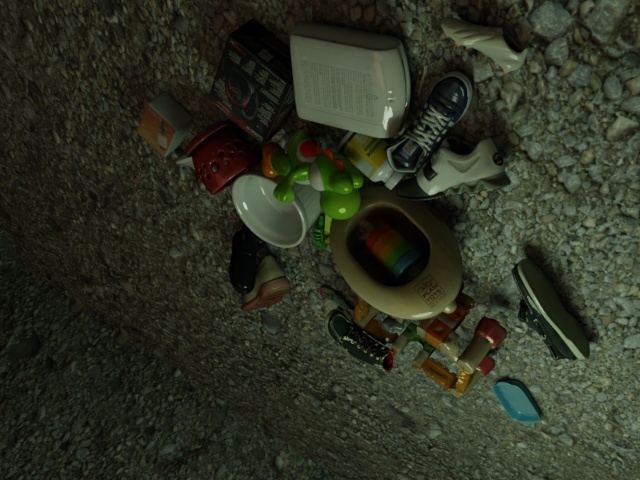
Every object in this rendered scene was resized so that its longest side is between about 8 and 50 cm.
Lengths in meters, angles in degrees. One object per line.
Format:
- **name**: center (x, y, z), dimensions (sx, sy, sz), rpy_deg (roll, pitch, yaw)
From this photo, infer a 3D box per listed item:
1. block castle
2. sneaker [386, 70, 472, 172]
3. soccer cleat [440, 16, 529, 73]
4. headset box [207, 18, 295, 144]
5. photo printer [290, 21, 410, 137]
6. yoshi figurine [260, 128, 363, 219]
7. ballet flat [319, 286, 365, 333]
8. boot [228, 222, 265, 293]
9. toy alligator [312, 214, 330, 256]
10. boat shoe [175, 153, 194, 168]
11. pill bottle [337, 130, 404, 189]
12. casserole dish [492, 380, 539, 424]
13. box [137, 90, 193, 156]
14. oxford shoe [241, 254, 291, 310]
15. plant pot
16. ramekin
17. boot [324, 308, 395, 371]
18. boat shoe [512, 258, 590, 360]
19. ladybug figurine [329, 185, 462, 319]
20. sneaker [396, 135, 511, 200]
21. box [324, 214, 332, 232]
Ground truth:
- **block castle**: center (0.317, 0.233, 2.046), dimensions (0.453, 0.213, 0.303), rpy_deg (33, 155, 23)
- **sneaker**: center (0.253, -0.268, 1.634), dimensions (0.099, 0.153, 0.282), rpy_deg (39, 144, 4)
- **soccer cleat**: center (0.350, -0.432, 1.459), dimensions (0.196, 0.068, 0.076), rpy_deg (32, 138, 3)
- **headset box**: center (-0.178, -0.424, 1.908), dimensions (0.218, 0.110, 0.293), rpy_deg (39, 143, 4)
- **photo printer**: center (0.079, -0.395, 1.701), dimensions (0.308, 0.107, 0.256), rpy_deg (19, 134, 28)
- **yoshi figurine**: center (-0.010, -0.161, 1.887), dimensions (0.203, 0.203, 0.362), rpy_deg (34, 178, -40)
- **ballet flat**: center (0.072, 0.254, 2.393), dimensions (0.221, 0.079, 0.077), rpy_deg (42, 145, 1)
- **boot**: center (-0.242, 0.038, 2.363), dimensions (0.094, 0.246, 0.207), rpy_deg (7, 154, -23)
- **toy alligator**: center (0.000, 0.000, 2.224), dimensions (0.056, 0.051, 0.189), rpy_deg (23, 140, 25)
- **boat shoe**: center (-0.419, -0.270, 2.336), dimensions (0.184, 0.066, 0.063), rpy_deg (-7, 122, 34)
- **pill bottle**: center (0.142, -0.222, 1.825), dimensions (0.184, 0.103, 0.103), rpy_deg (41, 144, 1)
- **casserole dish**: center (0.625, 0.506, 2.177), dimensions (0.114, 0.037, 0.188), rpy_deg (-15, 115, 49)
- **box**: center (-0.517, -0.383, 2.279), dimensions (0.130, 0.091, 0.170), rpy_deg (43, 144, -1)
- **oxford shoe**: center (-0.214, 0.165, 2.560), dimensions (0.397, 0.140, 0.146), rpy_deg (-40, 65, 58)
- **plant pot**: center (-0.313, -0.261, 2.139), dimensions (0.174, 0.191, 0.191), rpy_deg (52, 143, -2)
- **ramekin**: center (-0.128, -0.126, 2.146), dimensions (0.277, 0.135, 0.277), rpy_deg (25, 141, 22)
- **boot**: center (0.124, 0.308, 2.111), dimensions (0.179, 0.085, 0.236), rpy_deg (20, 154, 40)
- **boat shoe**: center (0.584, 0.195, 1.824), dimensions (0.113, 0.127, 0.340), rpy_deg (-25, 118, 39)
- **ladybug figurine**: center (0.214, 0.043, 1.878), dimensions (0.449, 0.305, 0.162), rpy_deg (52, -174, 30)
- **sneaker**: center (0.315, -0.184, 1.715), dimensions (0.331, 0.122, 0.146), rpy_deg (-8, 103, 48)
- **box**: center (0.097, -0.040, 2.102), dimensions (0.178, 0.042, 0.109), rpy_deg (26, 142, 20)
